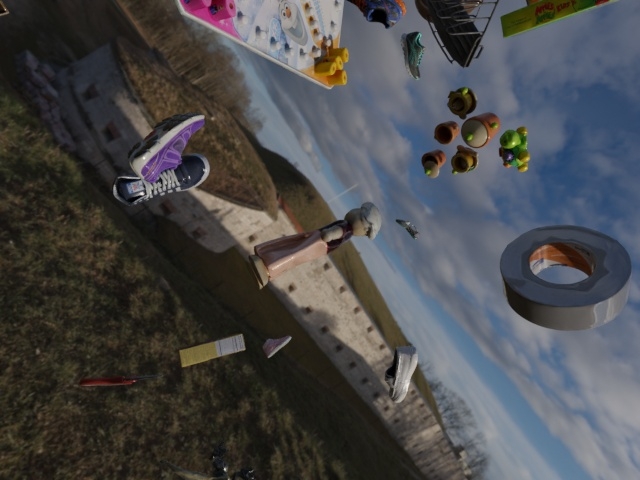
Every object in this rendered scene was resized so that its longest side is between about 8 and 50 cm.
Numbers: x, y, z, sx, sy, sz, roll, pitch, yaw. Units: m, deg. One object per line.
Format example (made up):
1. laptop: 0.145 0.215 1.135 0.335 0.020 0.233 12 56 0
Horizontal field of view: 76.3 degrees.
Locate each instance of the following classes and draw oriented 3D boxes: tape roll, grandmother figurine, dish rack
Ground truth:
1. tape roll: 0.472 0.066 0.798 0.072 0.219 0.219 64 -3 -37
2. grandmother figurine: 0.000 0.000 0.954 0.104 0.342 0.207 66 -20 -4
3. dish rack: 0.194 -0.397 0.575 0.272 0.074 0.209 94 -17 -65

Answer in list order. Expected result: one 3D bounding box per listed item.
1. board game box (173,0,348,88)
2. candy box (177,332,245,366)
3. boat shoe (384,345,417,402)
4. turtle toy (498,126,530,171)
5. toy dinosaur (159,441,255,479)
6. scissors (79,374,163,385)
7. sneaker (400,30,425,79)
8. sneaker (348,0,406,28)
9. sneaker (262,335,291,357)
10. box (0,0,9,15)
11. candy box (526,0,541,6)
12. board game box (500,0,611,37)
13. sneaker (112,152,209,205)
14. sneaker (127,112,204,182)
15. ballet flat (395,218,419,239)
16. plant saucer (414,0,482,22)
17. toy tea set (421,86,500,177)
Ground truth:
1. board game box: -0.047 -0.498 0.663 0.389 0.050 0.391 -3 101 -56
2. candy box: -0.331 0.328 1.231 0.109 0.186 0.053 153 -74 -65
3. boat shoe: 0.197 0.345 1.049 0.066 0.063 0.184 -89 -172 -54
4. turtle toy: 0.479 -0.231 1.012 0.130 0.066 0.095 41 49 -61
5. toy dinosaur: -0.212 0.515 0.886 0.268 0.118 0.064 32 18 -7
6. scissors: -0.440 0.324 0.958 0.109 0.296 0.021 34 48 -56
7. sneaker: 0.341 -0.664 1.458 0.065 0.076 0.167 -33 111 -50
8. sneaker: 0.152 -0.732 1.259 0.221 0.087 0.083 29 -10 8
9. sneaker: -0.199 0.452 1.814 0.070 0.134 0.051 48 -13 19
10. box: -0.470 -0.352 0.495 0.201 0.021 0.165 19 -39 38
11. candy box: 0.624 -0.669 0.921 0.087 0.316 0.183 -32 105 -54
12. board game box: 0.456 -0.445 0.781 0.181 0.092 0.043 -1 -68 45
13. sneaker: -0.466 -0.173 1.175 0.153 0.281 0.099 -46 120 -66
14. sneaker: -0.268 -0.169 0.728 0.068 0.170 0.071 14 -36 33
15. ballet flat: 0.347 -0.054 1.609 0.114 0.041 0.041 43 0 -1
16. plant saucer: 0.262 -0.529 0.820 0.029 0.168 0.169 1 52 -52
17. toy tea set: 0.430 -0.311 1.322 0.200 0.124 0.336 45 -31 21
